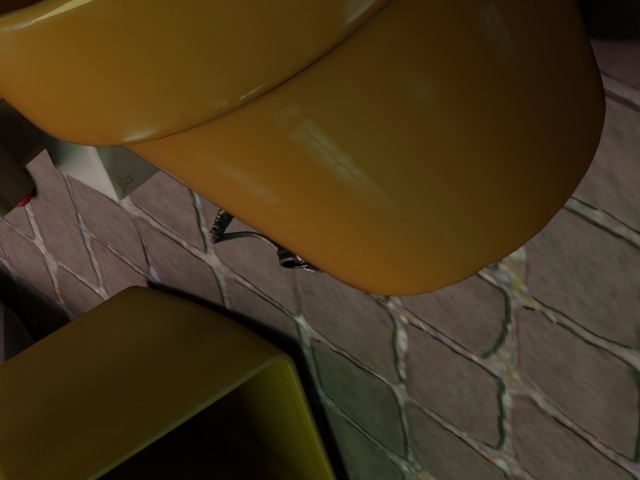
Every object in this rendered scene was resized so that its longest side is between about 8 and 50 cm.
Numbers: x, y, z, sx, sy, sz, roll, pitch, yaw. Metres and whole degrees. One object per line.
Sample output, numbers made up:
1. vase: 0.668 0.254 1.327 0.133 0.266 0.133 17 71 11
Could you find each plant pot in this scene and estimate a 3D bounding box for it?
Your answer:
1. plant pot: 0.000 -0.084 0.482 0.205 0.205 0.188 15 154 50
2. plant pot: -0.131 0.158 1.017 0.187 0.212 0.212 41 157 45

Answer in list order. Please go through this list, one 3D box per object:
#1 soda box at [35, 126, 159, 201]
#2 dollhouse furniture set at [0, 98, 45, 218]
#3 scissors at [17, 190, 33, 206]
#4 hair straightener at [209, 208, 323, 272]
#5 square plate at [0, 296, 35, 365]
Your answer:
1. soda box: -0.137 -0.130 0.752 0.069 0.074 0.216 25 146 41
2. dollhouse furniture set: -0.233 -0.127 0.781 0.242 0.161 0.212 50 -173 -10
3. scissors: -0.310 -0.053 1.206 0.109 0.021 0.297 50 156 -8
4. hair straightener: 0.000 0.000 0.748 0.089 0.047 0.230 55 154 -14
5. square plate: -0.266 0.219 1.323 0.344 0.049 0.347 -110 -1 -57
